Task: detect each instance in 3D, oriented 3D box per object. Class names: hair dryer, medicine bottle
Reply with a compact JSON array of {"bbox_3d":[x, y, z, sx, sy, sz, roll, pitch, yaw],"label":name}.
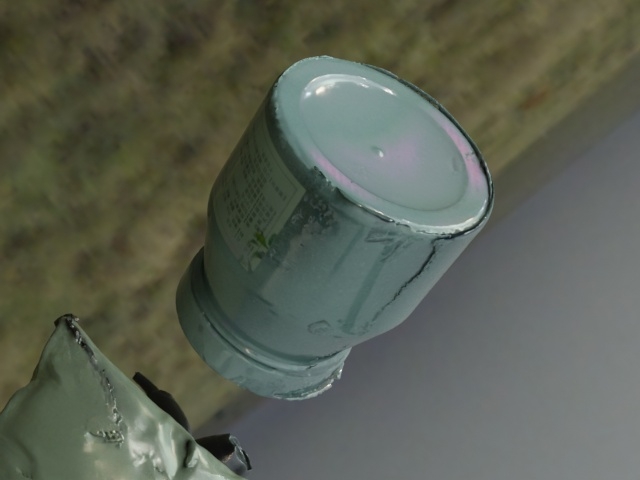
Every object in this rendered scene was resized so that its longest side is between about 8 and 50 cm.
[{"bbox_3d":[-0.207,0.253,1.800,0.236,0.091,0.271,-29,-149,5],"label":"hair dryer"},{"bbox_3d":[0.000,0.000,1.514,0.245,0.245,0.290,-35,163,-51],"label":"medicine bottle"}]

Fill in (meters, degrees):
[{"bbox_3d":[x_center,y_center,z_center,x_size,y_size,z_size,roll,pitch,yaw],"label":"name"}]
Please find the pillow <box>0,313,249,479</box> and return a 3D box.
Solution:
[{"bbox_3d":[-0.181,0.269,1.208,0.310,0.312,0.119,-52,-175,-16],"label":"pillow"}]
